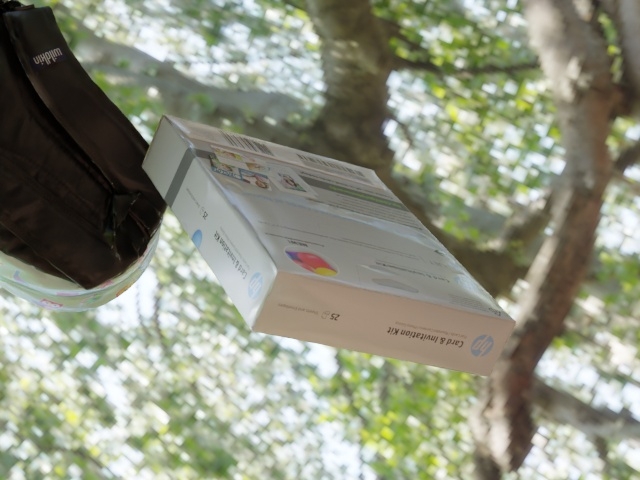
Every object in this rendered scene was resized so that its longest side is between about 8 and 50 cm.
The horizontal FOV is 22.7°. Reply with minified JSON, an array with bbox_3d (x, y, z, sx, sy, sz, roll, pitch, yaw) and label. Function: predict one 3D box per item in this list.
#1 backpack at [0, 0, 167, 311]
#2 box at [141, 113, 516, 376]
[{"bbox_3d":[-0.174,-0.042,0.950,0.182,0.115,0.152,39,-106,-1],"label":"backpack"},{"bbox_3d":[0.000,0.000,0.854,0.145,0.186,0.038,13,-70,-31],"label":"box"}]
